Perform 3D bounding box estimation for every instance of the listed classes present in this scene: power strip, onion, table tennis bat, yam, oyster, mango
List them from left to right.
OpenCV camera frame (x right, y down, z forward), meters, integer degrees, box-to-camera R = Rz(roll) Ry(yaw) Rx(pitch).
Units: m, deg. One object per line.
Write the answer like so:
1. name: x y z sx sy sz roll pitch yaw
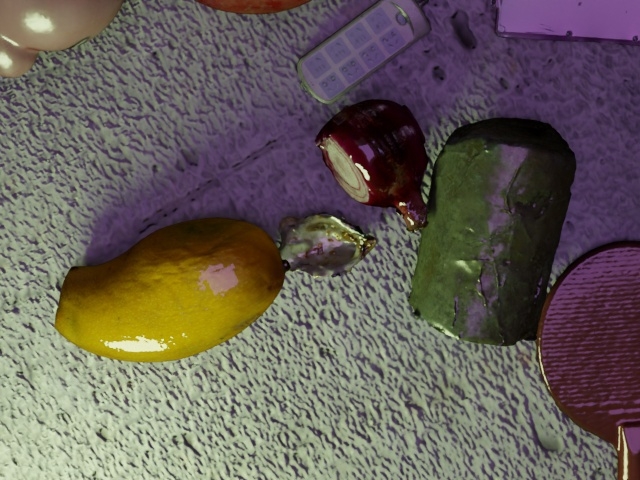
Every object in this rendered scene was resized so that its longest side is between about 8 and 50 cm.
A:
1. mango: -0.217 0.079 1.815 0.359 0.144 0.187 -22 89 13
2. oyster: 0.008 0.004 1.833 0.148 0.051 0.103 11 114 8
3. power strip: 0.066 -0.278 1.780 0.227 0.029 0.080 -36 99 9
4. onion: 0.098 -0.109 1.741 0.135 0.173 0.198 -44 83 -8
5. yam: 0.238 -0.022 1.752 0.195 0.195 0.300 11 103 0
6. power strip: 0.374 -0.329 1.754 0.279 0.037 0.109 4 102 1
7. table tennis bat: 0.458 0.204 1.865 0.268 0.051 0.415 -5 101 4

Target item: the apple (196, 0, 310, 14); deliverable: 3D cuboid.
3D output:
1. apple: -0.099 -0.466 1.638 0.344 0.269 0.345 7 120 12

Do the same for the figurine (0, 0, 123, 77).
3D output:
1. figurine: -0.364 -0.371 1.645 0.211 0.269 0.261 -9 113 37
